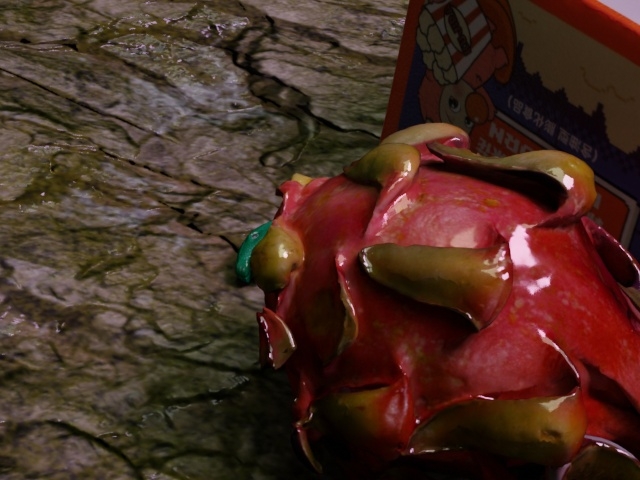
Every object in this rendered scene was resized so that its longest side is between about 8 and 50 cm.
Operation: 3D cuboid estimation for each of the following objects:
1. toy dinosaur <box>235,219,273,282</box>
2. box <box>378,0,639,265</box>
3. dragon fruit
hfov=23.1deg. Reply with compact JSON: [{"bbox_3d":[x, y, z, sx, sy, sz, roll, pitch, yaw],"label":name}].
[{"bbox_3d":[0.000,0.000,1.174,0.096,0.059,0.132,22,42,28],"label":"toy dinosaur"},{"bbox_3d":[0.279,-0.098,1.213,0.318,0.257,0.348,-20,44,-36],"label":"box"},{"bbox_3d":[0.098,0.067,0.971,0.307,0.243,0.227,59,20,5],"label":"dragon fruit"}]
